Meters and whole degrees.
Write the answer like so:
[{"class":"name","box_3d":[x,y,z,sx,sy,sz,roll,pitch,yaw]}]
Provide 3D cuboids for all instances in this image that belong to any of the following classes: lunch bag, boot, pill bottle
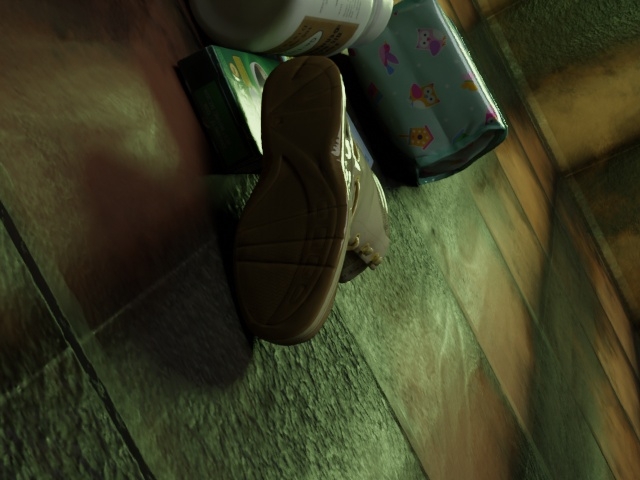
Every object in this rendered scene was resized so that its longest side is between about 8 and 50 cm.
[{"class":"lunch bag","box_3d":[0.148,-0.202,1.788,0.223,0.160,0.262,63,5,7]},{"class":"boot","box_3d":[0.000,0.000,1.126,0.203,0.095,0.261,64,24,-58]},{"class":"pill bottle","box_3d":[-0.021,-0.250,1.305,0.229,0.131,0.131,-10,74,-61]}]

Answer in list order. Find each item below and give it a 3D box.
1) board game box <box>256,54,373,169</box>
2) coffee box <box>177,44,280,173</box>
[{"class":"board game box","box_3d":[-0.023,-0.182,1.449,0.281,0.027,0.145,60,16,-14]},{"class":"coffee box","box_3d":[-0.063,-0.118,1.205,0.113,0.040,0.184,67,17,2]}]
